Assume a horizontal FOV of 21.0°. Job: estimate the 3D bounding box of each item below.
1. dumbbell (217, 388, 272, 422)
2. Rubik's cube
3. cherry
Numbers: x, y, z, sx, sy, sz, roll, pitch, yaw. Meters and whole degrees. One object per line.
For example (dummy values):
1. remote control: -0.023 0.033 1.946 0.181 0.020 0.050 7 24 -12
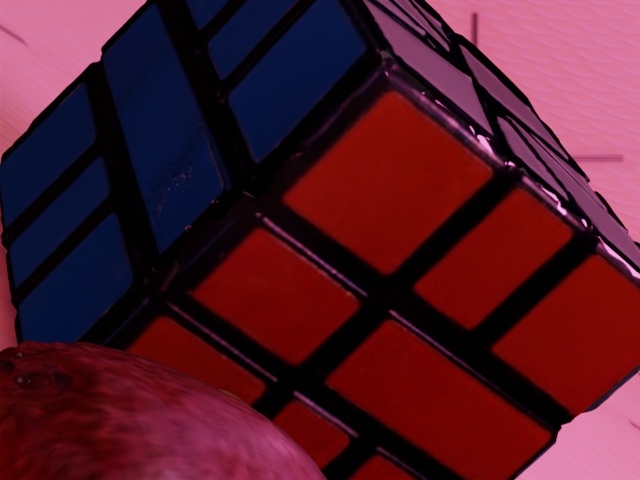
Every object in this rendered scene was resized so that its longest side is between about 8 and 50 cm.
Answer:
1. dumbbell: 0.019 0.202 0.882 0.302 0.108 0.121 41 14 -16
2. Rubik's cube: 0.000 0.000 1.051 0.293 0.283 0.288 41 13 -30
3. cherry: -0.073 0.137 0.684 0.192 0.175 0.250 38 9 38
